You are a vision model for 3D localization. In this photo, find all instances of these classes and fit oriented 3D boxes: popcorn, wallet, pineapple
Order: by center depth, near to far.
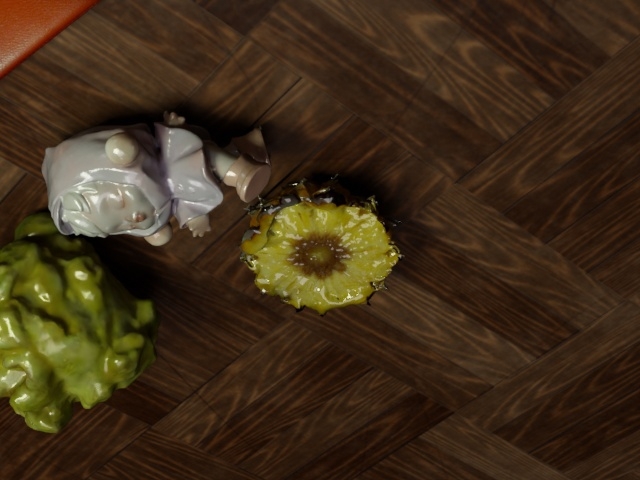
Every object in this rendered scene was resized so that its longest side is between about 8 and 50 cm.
[{"bbox_3d":[-0.346,-0.257,1.229,0.204,0.045,0.142,-30,129,27],"label":"wallet"},{"bbox_3d":[0.000,0.000,1.456,0.225,0.076,0.224,0,131,0],"label":"pineapple"},{"bbox_3d":[-0.355,0.108,1.477,0.242,0.235,0.250,-44,116,-15],"label":"popcorn"}]

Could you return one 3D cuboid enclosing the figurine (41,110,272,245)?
[{"bbox_3d":[-0.194,-0.077,1.346,0.276,0.133,0.200,-7,147,2],"label":"figurine"}]
